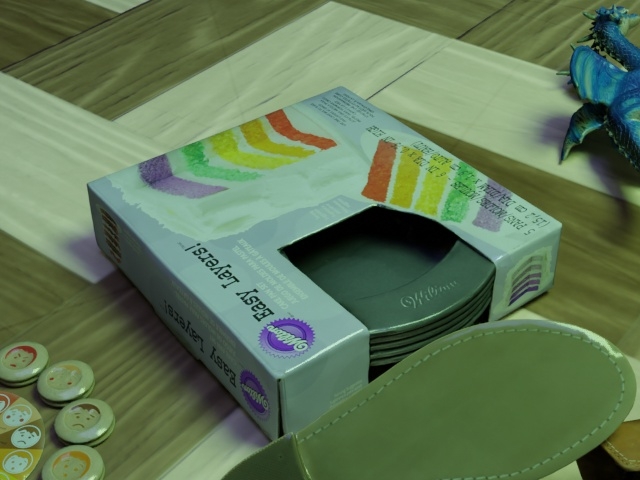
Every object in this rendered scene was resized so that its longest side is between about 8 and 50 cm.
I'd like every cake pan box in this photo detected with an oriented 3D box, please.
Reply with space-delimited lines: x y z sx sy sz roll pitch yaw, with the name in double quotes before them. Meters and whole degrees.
"cake pan box" 0.000 0.000 0.705 0.246 0.070 0.267 -26 44 -25

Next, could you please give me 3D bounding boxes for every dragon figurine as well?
"dragon figurine" 0.250 -0.112 0.827 0.144 0.085 0.289 17 41 22

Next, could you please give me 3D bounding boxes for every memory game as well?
"memory game" -0.217 0.124 0.592 0.186 0.012 0.186 -1 37 1

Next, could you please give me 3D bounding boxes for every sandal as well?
"sandal" 0.053 0.115 0.551 0.240 0.079 0.088 -24 74 0

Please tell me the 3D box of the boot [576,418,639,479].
"boot" 0.267 0.158 0.454 0.220 0.109 0.283 -7 36 -10
